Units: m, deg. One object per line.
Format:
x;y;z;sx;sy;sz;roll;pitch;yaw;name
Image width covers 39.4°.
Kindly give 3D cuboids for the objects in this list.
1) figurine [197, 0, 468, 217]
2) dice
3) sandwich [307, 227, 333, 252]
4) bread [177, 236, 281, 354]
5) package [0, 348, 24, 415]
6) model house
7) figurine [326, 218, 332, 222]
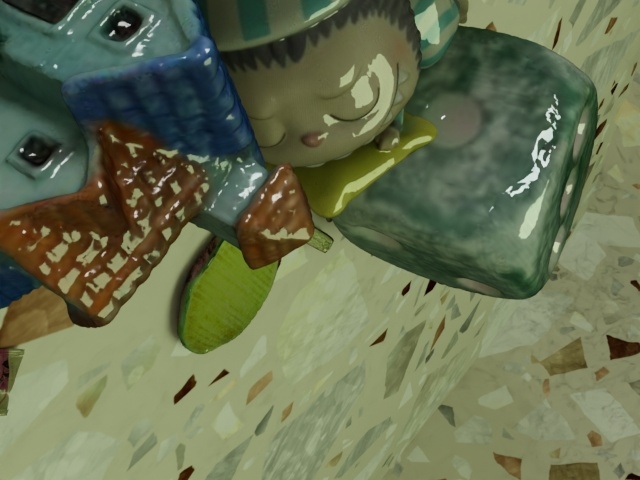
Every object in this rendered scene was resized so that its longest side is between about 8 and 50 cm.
0.015;-0.273;0.926;0.361;0.266;0.378;-54;157;-26;figurine
0.227;-0.111;1.391;0.328;0.330;0.348;-68;158;-9;dice
0.000;0.000;1.485;0.031;0.044;0.083;-57;155;6;sandwich
-0.133;0.063;1.302;0.228;0.033;0.228;-47;154;-32;bread
-0.354;0.156;0.971;0.059;0.029;0.083;8;100;-57;package
-0.175;-0.066;0.694;0.295;0.329;0.252;-52;159;-21;model house
0.024;-0.073;1.455;0.050;0.047;0.083;67;48;-80;figurine
